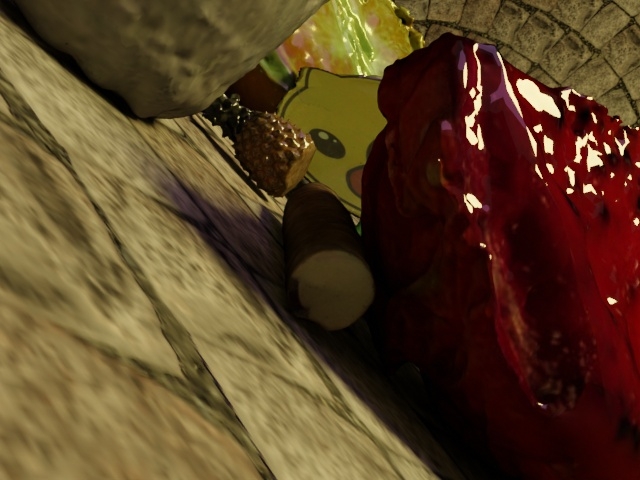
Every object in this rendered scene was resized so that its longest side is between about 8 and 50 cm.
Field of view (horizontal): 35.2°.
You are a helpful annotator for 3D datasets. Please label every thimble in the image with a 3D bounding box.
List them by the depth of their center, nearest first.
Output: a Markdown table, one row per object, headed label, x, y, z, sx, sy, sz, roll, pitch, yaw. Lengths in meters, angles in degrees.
| label | x | y | z | sx | sy | sz | roll | pitch | yaw |
| --- | --- | --- | --- | --- | --- | --- | --- | --- | --- |
| thimble | -0.102 | -0.186 | 0.555 | 0.217 | 0.157 | 0.245 | 47 | 5 | -33 |

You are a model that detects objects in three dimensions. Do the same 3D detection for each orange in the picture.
| label | x | y | z | sx | sy | sz | roll | pitch | yaw |
| --- | --- | --- | --- | --- | --- | --- | --- | --- | --- |
| orange | 0.003 | -0.192 | 1.153 | 0.262 | 0.196 | 0.334 | 47 | 22 | 3 |

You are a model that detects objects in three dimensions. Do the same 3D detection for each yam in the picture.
| label | x | y | z | sx | sy | sz | roll | pitch | yaw |
| --- | --- | --- | --- | --- | --- | --- | --- | --- | --- |
| yam | 0.000 | 0.000 | 0.591 | 0.046 | 0.046 | 0.264 | 47 | 5 | -9 |

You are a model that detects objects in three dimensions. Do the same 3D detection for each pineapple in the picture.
| label | x | y | z | sx | sy | sz | roll | pitch | yaw |
| --- | --- | --- | --- | --- | --- | --- | --- | --- | --- |
| pineapple | -0.065 | -0.084 | 0.747 | 0.124 | 0.058 | 0.058 | 34 | 3 | 7 |

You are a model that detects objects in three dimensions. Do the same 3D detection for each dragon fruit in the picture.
| label | x | y | z | sx | sy | sz | roll | pitch | yaw |
| --- | --- | --- | --- | --- | --- | --- | --- | --- | --- |
| dragon fruit | 0.121 | -0.009 | 0.587 | 0.302 | 0.240 | 0.330 | 34 | -12 | 44 |

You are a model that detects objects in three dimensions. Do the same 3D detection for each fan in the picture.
| label | x | y | z | sx | sy | sz | roll | pitch | yaw |
| --- | --- | --- | --- | --- | --- | --- | --- | --- | --- |
| fan | 0.091 | -0.060 | 0.945 | 0.229 | 0.011 | 0.335 | -24 | 63 | -41 |

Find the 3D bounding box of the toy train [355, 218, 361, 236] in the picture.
| label | x | y | z | sx | sy | sz | roll | pitch | yaw |
| --- | --- | --- | --- | --- | --- | --- | --- | --- | --- |
| toy train | 0.155 | -0.002 | 1.088 | 0.243 | 0.188 | 0.132 | 48 | 6 | 5 |
